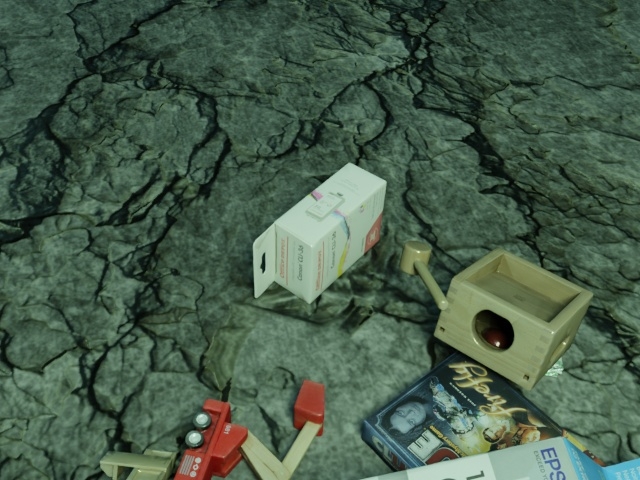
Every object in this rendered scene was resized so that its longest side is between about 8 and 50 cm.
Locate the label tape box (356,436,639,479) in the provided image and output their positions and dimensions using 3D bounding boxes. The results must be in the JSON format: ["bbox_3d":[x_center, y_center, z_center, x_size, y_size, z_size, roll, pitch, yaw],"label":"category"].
[{"bbox_3d":[0.182,0.306,0.615,0.348,0.115,0.249,-15,49,4],"label":"label tape box"}]

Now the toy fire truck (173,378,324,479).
[{"bbox_3d":[-0.075,0.229,0.786,0.135,0.047,0.192,11,46,7],"label":"toy fire truck"}]

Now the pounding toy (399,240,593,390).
[{"bbox_3d":[0.177,0.081,0.864,0.206,0.094,0.181,29,32,28],"label":"pounding toy"}]

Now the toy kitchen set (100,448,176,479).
[{"bbox_3d":[-0.193,0.262,0.761,0.068,0.075,0.083,7,5,1],"label":"toy kitchen set"}]

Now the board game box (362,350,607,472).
[{"bbox_3d":[0.186,0.240,0.789,0.165,0.042,0.243,-30,53,-28],"label":"board game box"}]

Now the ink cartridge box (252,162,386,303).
[{"bbox_3d":[0.000,0.000,0.971,0.067,0.115,0.198,31,53,25],"label":"ink cartridge box"}]

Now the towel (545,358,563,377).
[{"bbox_3d":[0.247,0.101,0.946,0.113,0.023,0.152,8,45,4],"label":"towel"}]
